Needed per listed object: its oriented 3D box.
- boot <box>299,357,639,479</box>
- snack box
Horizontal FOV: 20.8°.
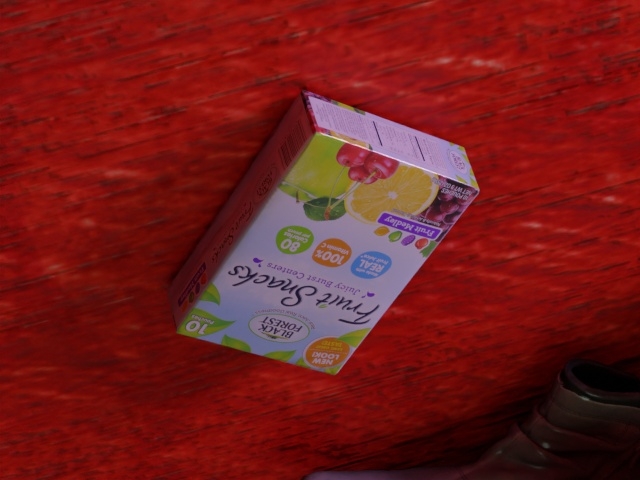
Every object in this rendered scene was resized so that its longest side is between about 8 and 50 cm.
[{"bbox_3d":[0.107,0.127,1.013,0.246,0.083,0.161,12,123,-35],"label":"boot"},{"bbox_3d":[0.000,0.000,0.880,0.100,0.037,0.141,18,125,-29],"label":"snack box"}]
